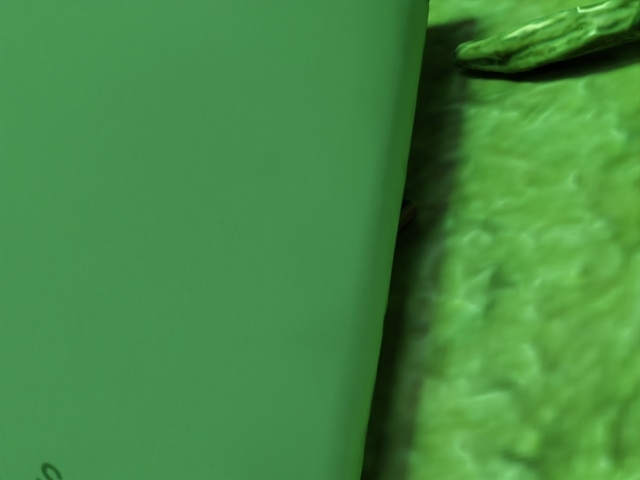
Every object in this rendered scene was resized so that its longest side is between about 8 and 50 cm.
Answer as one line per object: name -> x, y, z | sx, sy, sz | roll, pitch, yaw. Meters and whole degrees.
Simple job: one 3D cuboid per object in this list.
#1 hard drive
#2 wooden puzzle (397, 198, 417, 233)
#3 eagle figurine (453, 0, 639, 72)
hard drive -> -0.069, -0.050, 0.540 | 0.047, 0.233, 0.353 | -32, 31, 33
wooden puzzle -> 0.000, 0.000, 0.637 | 0.049, 0.006, 0.083 | 17, 54, 46
eagle figurine -> 0.108, -0.181, 0.543 | 0.226, 0.298, 0.225 | -26, 34, 2
